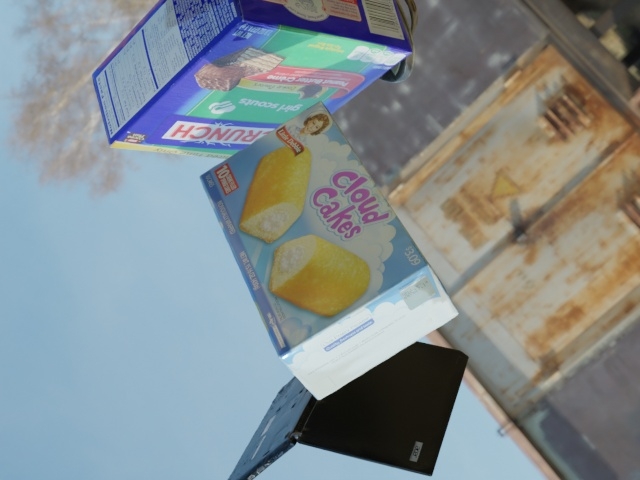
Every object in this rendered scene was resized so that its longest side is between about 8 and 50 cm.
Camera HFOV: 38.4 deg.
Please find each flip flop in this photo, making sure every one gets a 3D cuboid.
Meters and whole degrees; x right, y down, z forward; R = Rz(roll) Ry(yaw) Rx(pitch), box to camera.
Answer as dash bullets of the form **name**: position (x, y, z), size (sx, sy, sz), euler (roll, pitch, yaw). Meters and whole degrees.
- **flip flop**: position (0.091, -0.320, 1.286), size (0.080, 0.112, 0.277), euler (1, -143, -14)

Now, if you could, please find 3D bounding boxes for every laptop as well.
- **laptop**: position (0.030, 0.232, 1.149), size (0.136, 0.264, 0.234), euler (42, -146, -5)

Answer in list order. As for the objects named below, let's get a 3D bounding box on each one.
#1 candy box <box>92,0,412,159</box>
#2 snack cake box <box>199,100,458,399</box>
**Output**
- **candy box**: position (-0.093, -0.222, 1.165), size (0.268, 0.317, 0.122), euler (0, -111, -41)
- **snack cake box**: position (0.000, 0.000, 0.881), size (0.089, 0.152, 0.264), euler (53, -175, -46)
